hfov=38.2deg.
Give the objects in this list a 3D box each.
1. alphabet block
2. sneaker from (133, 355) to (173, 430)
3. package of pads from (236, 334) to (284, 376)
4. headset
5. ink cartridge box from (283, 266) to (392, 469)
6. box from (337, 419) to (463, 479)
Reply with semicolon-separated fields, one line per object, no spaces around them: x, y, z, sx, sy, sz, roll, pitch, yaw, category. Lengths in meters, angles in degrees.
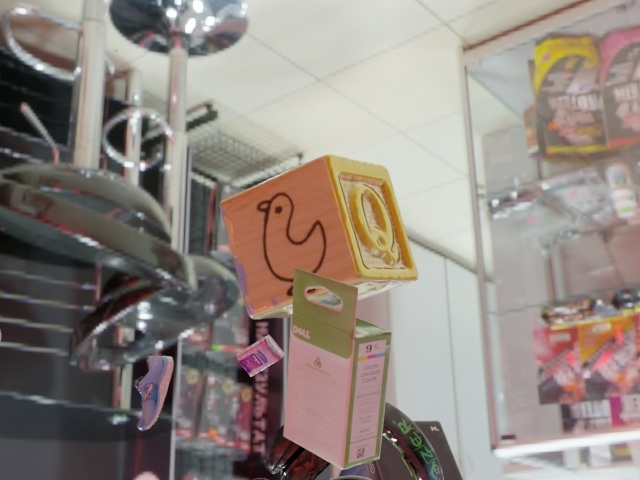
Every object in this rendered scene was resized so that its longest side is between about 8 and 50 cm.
0.000;0.000;1.368;0.197;0.192;0.193;-22;168;29;alphabet block
-0.359;0.316;1.932;0.073;0.162;0.063;15;174;-10;sneaker
-0.113;0.215;1.734;0.083;0.050;0.032;-33;-172;31;package of pads
-0.005;0.378;1.379;0.394;0.243;0.185;-29;-179;40;headset
0.019;0.139;1.046;0.062;0.209;0.109;-6;-164;-40;ink cartridge box
0.151;0.552;1.793;0.183;0.296;0.294;5;127;-21;box
